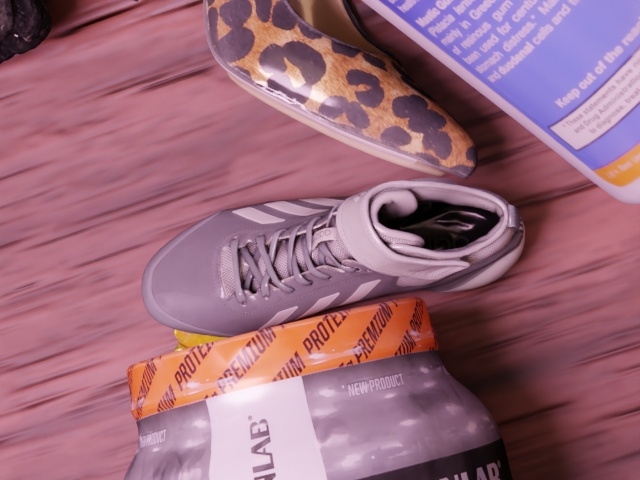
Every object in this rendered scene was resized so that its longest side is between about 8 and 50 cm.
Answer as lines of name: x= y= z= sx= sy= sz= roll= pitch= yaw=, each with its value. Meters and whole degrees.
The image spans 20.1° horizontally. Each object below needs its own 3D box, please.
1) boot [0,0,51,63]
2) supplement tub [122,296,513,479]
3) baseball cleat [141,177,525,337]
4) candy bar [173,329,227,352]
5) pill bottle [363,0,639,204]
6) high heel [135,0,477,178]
boot: x=-0.170 y=-0.230 z=0.937 sx=0.348 sy=0.131 sz=0.260 roll=-17 pitch=75 yaw=21
supplement tub: x=0.014 y=0.197 z=0.871 sx=0.193 sy=0.193 sz=0.316 roll=-15 pitch=86 yaw=9
baseball cleat: x=0.000 y=0.000 z=0.923 sx=0.206 sy=0.109 sz=0.072 roll=-12 pitch=76 yaw=6
candy bar: x=-0.084 y=0.123 z=0.979 sx=0.040 sy=0.018 sz=0.161 roll=19 pitch=91 yaw=14
pill bottle: x=0.091 y=-0.154 z=0.858 sx=0.272 sy=0.152 sz=0.152 roll=38 pitch=94 yaw=-9
high heel: x=0.009 y=-0.162 z=0.933 sx=0.261 sy=0.093 sz=0.186 roll=35 pitch=100 yaw=18
